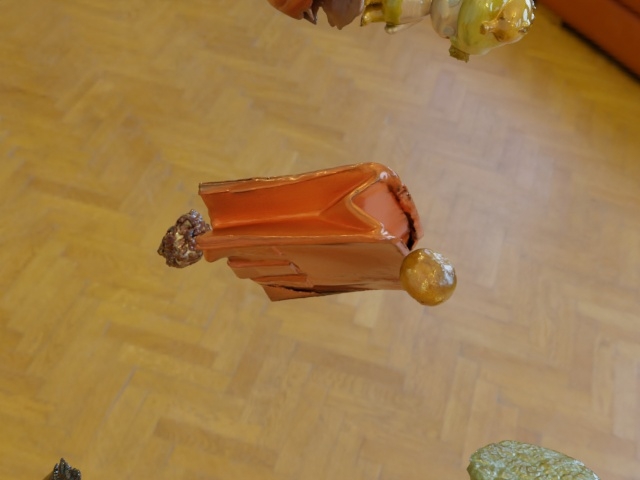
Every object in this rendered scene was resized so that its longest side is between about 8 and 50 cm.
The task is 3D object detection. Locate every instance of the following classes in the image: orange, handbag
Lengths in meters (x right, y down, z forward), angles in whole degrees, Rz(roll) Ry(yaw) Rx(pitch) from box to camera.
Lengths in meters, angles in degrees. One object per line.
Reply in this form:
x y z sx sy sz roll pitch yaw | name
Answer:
0.146 0.051 1.310 0.083 0.070 0.083 32 16 -10 | orange
0.000 0.000 1.468 0.303 0.410 0.116 -3 75 12 | handbag

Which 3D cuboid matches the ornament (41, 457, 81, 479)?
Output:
-0.397 0.484 1.552 0.106 0.260 0.251 -14 77 -48 | ornament

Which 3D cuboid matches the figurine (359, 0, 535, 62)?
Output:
0.181 -0.328 1.347 0.246 0.156 0.131 7 44 0 | figurine

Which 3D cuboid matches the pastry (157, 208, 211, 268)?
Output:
-0.290 0.004 2.058 0.115 0.208 0.097 -35 91 -21 | pastry

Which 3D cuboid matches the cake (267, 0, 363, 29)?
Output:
0.009 -0.258 0.499 0.098 0.288 0.135 14 4 -16 | cake

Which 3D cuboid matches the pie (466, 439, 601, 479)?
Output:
0.365 0.400 1.557 0.257 0.106 0.274 18 10 16 | pie
